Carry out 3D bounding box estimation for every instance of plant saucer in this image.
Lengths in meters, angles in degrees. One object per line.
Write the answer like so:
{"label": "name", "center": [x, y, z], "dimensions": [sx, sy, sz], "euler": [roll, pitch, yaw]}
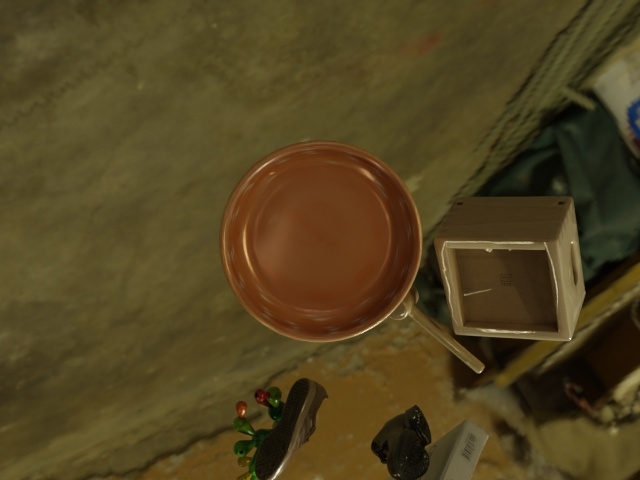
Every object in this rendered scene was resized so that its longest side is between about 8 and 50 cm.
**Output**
{"label": "plant saucer", "center": [0.000, 0.000, 0.974], "dimensions": [0.200, 0.200, 0.037], "euler": [-30, -173, 2]}

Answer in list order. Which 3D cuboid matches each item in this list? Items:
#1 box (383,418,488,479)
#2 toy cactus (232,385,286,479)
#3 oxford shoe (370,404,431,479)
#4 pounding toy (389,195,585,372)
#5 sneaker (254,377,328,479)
{"label": "box", "center": [0.161, 0.482, 1.775], "dimensions": [0.322, 0.058, 0.232], "euler": [-52, -178, 44]}
{"label": "toy cactus", "center": [-0.082, 0.352, 1.772], "dimensions": [0.180, 0.112, 0.219], "euler": [-13, 114, -51]}
{"label": "oxford shoe", "center": [0.134, 0.365, 1.691], "dimensions": [0.096, 0.083, 0.227], "euler": [-26, -177, 13]}
{"label": "pounding toy", "center": [0.174, 0.047, 1.061], "dimensions": [0.206, 0.181, 0.094], "euler": [1, -146, 27]}
{"label": "sneaker", "center": [-0.041, 0.330, 1.664], "dimensions": [0.071, 0.066, 0.188], "euler": [33, 82, -42]}
